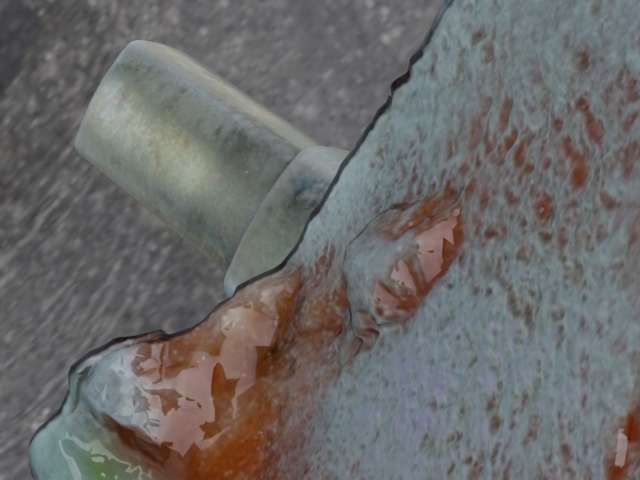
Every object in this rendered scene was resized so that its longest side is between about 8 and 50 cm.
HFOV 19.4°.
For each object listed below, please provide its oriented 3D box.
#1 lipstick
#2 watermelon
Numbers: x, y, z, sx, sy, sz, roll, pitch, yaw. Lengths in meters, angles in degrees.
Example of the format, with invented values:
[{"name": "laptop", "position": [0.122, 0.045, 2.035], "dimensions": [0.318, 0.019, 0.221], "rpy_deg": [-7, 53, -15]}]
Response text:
[{"name": "lipstick", "position": [0.000, 0.000, 0.748], "dimensions": [0.253, 0.077, 0.079], "rpy_deg": [38, 11, 38]}, {"name": "watermelon", "position": [0.068, 0.017, 0.398], "dimensions": [0.319, 0.289, 0.214], "rpy_deg": [-12, 103, 6]}]
